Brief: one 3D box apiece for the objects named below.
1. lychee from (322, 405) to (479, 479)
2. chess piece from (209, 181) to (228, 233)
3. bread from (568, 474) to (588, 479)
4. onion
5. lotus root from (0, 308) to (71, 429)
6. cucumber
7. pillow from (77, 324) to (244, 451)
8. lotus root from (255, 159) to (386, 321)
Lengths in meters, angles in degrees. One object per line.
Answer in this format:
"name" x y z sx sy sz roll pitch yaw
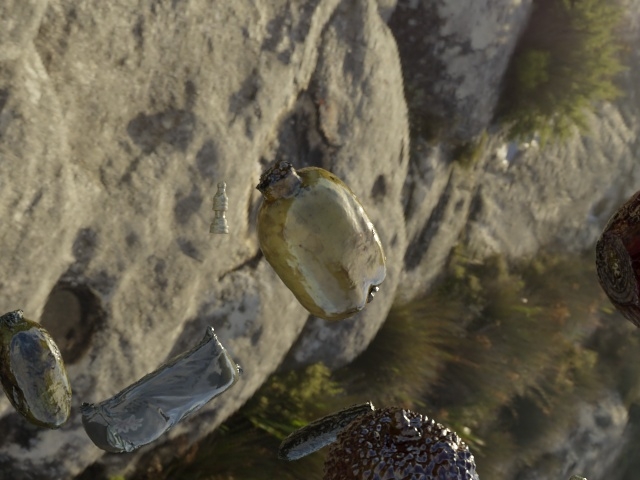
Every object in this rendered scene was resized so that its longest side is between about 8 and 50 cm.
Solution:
"lychee" 0.140 0.431 1.451 0.276 0.276 0.304 -27 122 -45
"chess piece" -0.178 -0.059 1.465 0.035 0.035 0.092 6 86 -56
"bread" 0.330 0.354 1.038 0.062 0.043 0.109 -37 116 -25
"onion" 0.705 0.052 1.611 0.282 0.260 0.337 -1 129 -16
"lotus root" -0.382 0.175 1.087 0.080 0.089 0.179 -27 110 -34
"cucumber" 0.014 0.385 1.671 0.067 0.245 0.067 50 26 -35
"pillow" -0.242 0.246 1.291 0.255 0.059 0.169 -32 139 -11
"lotus root" 0.000 0.000 1.178 0.284 0.146 0.160 56 39 -33
